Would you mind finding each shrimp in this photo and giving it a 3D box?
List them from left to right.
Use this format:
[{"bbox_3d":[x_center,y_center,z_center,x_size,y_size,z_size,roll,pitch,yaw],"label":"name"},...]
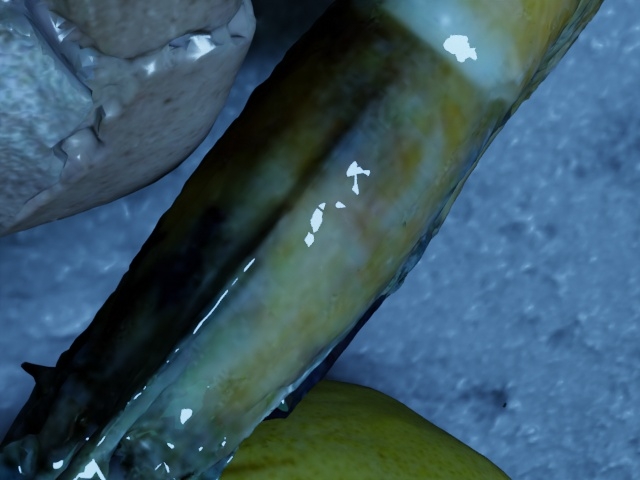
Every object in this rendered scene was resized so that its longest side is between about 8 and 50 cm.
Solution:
[{"bbox_3d":[0.000,0.000,0.541,0.445,0.085,0.272,-49,168,-21],"label":"shrimp"}]

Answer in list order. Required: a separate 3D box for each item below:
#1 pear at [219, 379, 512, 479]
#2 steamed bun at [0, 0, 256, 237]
[{"bbox_3d":[-0.031,0.219,0.649,0.314,0.314,0.314,-11,126,-15],"label":"pear"},{"bbox_3d":[-0.140,-0.098,0.405,0.251,0.199,0.301,-22,145,-29],"label":"steamed bun"}]
